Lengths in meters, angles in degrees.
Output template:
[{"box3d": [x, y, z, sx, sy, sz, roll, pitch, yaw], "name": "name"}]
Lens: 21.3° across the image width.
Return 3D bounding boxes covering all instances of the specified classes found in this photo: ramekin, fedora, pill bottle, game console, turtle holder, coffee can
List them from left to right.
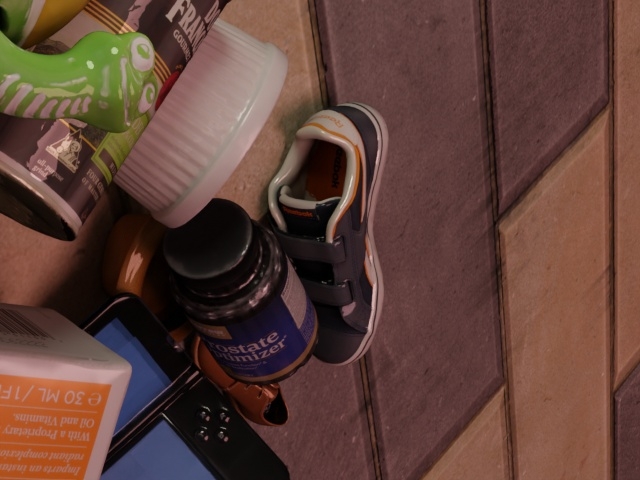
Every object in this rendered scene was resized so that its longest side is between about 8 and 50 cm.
[{"box3d": [-0.249, -0.241, 1.267, 0.227, 0.320, 0.243, -19, 131, -43], "name": "turtle holder"}, {"box3d": [-0.224, -0.167, 1.478, 0.275, 0.202, 0.201, -59, 148, -13], "name": "coffee can"}, {"box3d": [-0.214, 0.244, 1.726, 0.293, 0.250, 0.173, -42, 170, -7], "name": "game console"}, {"box3d": [-0.176, 0.028, 1.794, 0.194, 0.079, 0.194, -41, 145, -38], "name": "fedora"}, {"box3d": [-0.133, -0.126, 1.650, 0.109, 0.207, 0.207, 34, 78, -17], "name": "ramekin"}, {"box3d": [-0.084, 0.051, 1.754, 0.122, 0.123, 0.219, -56, 151, -18], "name": "pill bottle"}]

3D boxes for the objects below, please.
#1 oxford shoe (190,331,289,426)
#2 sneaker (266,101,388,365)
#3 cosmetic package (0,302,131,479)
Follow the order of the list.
[{"box3d": [-0.088, 0.156, 2.017, 0.076, 0.076, 0.212, -55, 145, -16], "name": "oxford shoe"}, {"box3d": [0.000, 0.000, 2.007, 0.127, 0.126, 0.321, -18, 113, -57], "name": "sneaker"}, {"box3d": [-0.361, 0.285, 1.548, 0.230, 0.161, 0.453, 9, 102, -41], "name": "cosmetic package"}]
